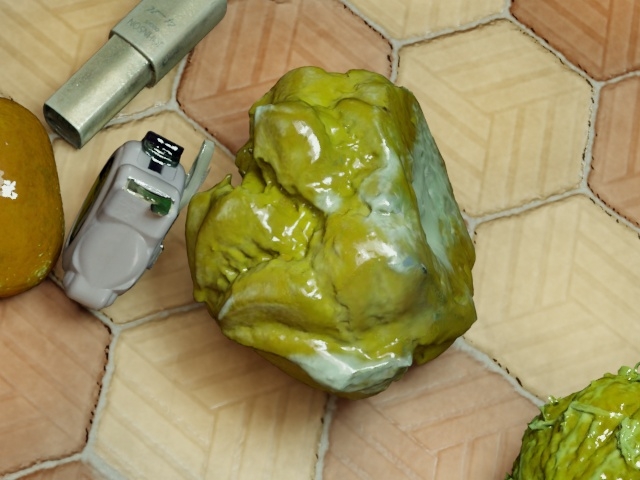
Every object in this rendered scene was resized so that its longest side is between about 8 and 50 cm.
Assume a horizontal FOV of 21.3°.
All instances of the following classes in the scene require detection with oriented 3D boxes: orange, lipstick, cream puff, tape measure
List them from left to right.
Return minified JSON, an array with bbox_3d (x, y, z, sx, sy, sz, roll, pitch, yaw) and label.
[{"bbox_3d":[-0.380,-0.058,1.890,0.179,0.158,0.237,-9,71,-7],"label":"orange"},{"bbox_3d":[-0.207,-0.025,1.887,0.105,0.196,0.178,26,39,-12],"label":"tape measure"},{"bbox_3d":[-0.219,-0.218,2.019,0.079,0.077,0.253,39,68,8],"label":"lipstick"},{"bbox_3d":[0.000,0.000,1.855,0.276,0.378,0.378,-17,69,19],"label":"cream puff"},{"bbox_3d":[0.320,0.290,1.770,0.223,0.301,0.300,-11,74,-32],"label":"orange"}]
